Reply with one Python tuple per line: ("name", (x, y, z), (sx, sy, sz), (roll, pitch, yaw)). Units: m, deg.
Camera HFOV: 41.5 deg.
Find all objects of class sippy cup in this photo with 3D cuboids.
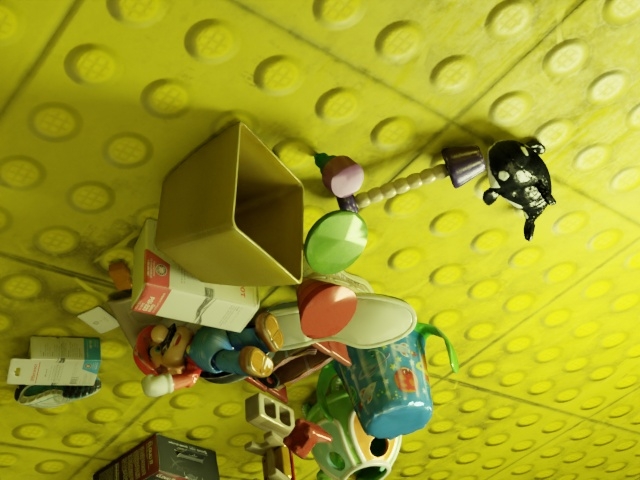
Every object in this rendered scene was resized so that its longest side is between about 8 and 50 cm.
("sippy cup", (0.156, 0.329, 1.968), (0.240, 0.224, 0.305), (13, 135, -29))

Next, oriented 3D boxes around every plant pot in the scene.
("plant pot", (-0.162, -0.040, 1.448), (0.187, 0.212, 0.212), (-16, 144, 25))

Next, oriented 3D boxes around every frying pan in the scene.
("frying pan", (-0.128, 0.241, 1.743), (0.326, 0.197, 0.053), (0, 120, 46))

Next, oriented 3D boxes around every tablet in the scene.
("tablet", (-0.457, 0.165, 1.750), (0.054, 0.006, 0.083), (-23, 140, 12))

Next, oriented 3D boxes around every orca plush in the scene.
("orca plush", (0.396, -0.081, 1.606), (0.151, 0.102, 0.287), (-33, 142, -9))

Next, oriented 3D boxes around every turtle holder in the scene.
("turtle holder", (0.065, 0.513, 2.161), (0.320, 0.228, 0.243), (-33, 139, 22))

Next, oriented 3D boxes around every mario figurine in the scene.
("mario figurine", (-0.246, 0.202, 1.653), (0.320, 0.170, 0.198), (-9, -175, 30))

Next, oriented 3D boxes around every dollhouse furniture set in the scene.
("dollhouse furniture set", (-0.045, 0.342, 1.805), (0.201, 0.374, 0.152), (-32, 134, 24))

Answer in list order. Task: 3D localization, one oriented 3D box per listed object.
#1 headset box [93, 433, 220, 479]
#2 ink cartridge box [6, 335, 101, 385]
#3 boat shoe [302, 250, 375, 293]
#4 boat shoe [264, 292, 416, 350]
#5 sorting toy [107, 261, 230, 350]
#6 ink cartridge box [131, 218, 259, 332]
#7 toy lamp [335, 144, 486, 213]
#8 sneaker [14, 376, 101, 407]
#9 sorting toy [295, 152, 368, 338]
("headset box", (-0.426, 0.632, 2.247), (0.293, 0.110, 0.218), (-36, 137, 25))
("ink cartridge box", (-0.562, 0.254, 1.782), (0.180, 0.060, 0.104), (5, 138, -23))
("boat shoe", (0.038, 0.117, 1.777), (0.104, 0.089, 0.285), (-30, 139, 19))
("boat shoe", (0.034, 0.152, 1.698), (0.319, 0.099, 0.116), (-7, 105, 12))
("sorting toy", (-0.311, 0.128, 1.730), (0.229, 0.041, 0.307), (-12, 139, 0))
("ink cartridge box", (-0.231, 0.066, 1.562), (0.217, 0.159, 0.092), (14, 135, -23))
("toy lamp", (0.166, -0.107, 1.556), (0.274, 0.080, 0.080), (-18, 142, 9))
("sneaker", (-0.574, 0.336, 1.883), (0.190, 0.071, 0.083), (-9, 148, 6))
("sorting toy", (0.000, 0.000, 1.548), (0.127, 0.126, 0.366), (-11, 124, -28))
